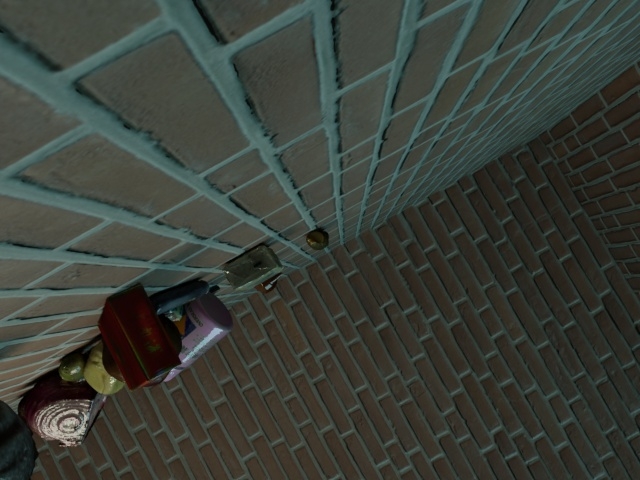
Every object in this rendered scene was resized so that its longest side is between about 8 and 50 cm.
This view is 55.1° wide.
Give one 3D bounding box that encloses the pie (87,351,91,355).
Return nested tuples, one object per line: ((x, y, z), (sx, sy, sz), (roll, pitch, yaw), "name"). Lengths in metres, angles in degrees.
((-0.690, 0.358, 2.087), (0.241, 0.054, 0.240), (-28, 176, -2), "pie")

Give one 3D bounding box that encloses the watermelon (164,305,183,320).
((-0.474, 0.222, 1.856), (0.139, 0.071, 0.187), (-23, 174, -16), "watermelon")

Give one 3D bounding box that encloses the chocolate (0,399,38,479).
((-0.712, 0.394, 1.174), (0.303, 0.303, 0.212), (-26, 149, -34), "chocolate")

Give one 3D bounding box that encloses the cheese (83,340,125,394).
((-0.607, 0.351, 1.864), (0.225, 0.117, 0.214), (-59, 173, 31), "cheese")

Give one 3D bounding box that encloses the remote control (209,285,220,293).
((-0.440, 0.216, 2.227), (0.212, 0.028, 0.059), (-32, 178, 38), "remote control")

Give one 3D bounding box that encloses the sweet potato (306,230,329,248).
((0.000, 0.000, 2.257), (0.077, 0.077, 0.244), (-30, 174, 10), "sweet potato")

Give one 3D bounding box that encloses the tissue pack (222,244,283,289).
((-0.198, 0.083, 1.833), (0.148, 0.092, 0.196), (-30, 174, -1), "tissue pack")

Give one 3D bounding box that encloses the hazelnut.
((-0.495, 0.291, 1.697), (0.230, 0.229, 0.229), (-29, 176, -2), "hazelnut")

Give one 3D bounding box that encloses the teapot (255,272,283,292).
((-0.209, 0.131, 2.311), (0.116, 0.116, 0.173), (-26, -159, -38), "teapot")

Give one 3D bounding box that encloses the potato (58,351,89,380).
((-0.748, 0.389, 1.883), (0.105, 0.085, 0.188), (-33, 173, -26), "potato")

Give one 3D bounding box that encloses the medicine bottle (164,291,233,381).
((-0.447, 0.311, 2.015), (0.291, 0.178, 0.178), (-40, 174, 10), "medicine bottle")

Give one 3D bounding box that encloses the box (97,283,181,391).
((-0.428, 0.236, 1.427), (0.089, 0.197, 0.313), (-27, 175, -29), "box")

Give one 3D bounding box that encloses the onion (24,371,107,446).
((-0.858, 0.540, 2.064), (0.231, 0.272, 0.256), (10, 172, -5), "onion")

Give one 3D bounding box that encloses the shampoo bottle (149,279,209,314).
((-0.394, 0.157, 1.693), (0.087, 0.049, 0.234), (-29, 176, 28), "shampoo bottle")

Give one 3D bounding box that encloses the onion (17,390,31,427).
((-0.984, 0.615, 2.268), (0.247, 0.190, 0.246), (-11, 170, -2), "onion")
